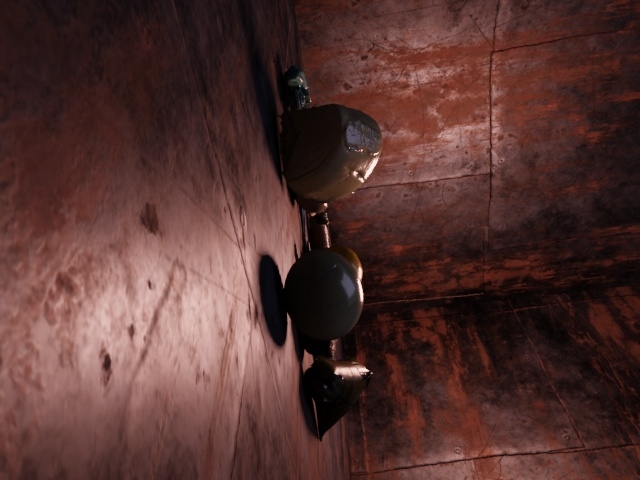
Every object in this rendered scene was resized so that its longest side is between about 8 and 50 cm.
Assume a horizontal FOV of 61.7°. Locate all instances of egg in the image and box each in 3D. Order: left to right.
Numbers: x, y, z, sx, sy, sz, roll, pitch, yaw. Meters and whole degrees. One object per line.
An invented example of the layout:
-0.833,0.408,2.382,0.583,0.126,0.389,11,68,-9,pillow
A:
0.007,0.128,1.255,0.187,0.186,0.253,-93,172,-52,egg

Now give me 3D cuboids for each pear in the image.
0.059,0.129,1.994,0.209,0.208,0.209,-7,90,-87,pear

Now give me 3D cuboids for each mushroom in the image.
0.010,-0.193,1.774,0.207,0.215,0.208,2,90,-83,mushroom

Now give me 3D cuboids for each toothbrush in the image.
-0.062,-0.081,1.904,0.030,0.030,0.298,174,-93,-67,toothbrush

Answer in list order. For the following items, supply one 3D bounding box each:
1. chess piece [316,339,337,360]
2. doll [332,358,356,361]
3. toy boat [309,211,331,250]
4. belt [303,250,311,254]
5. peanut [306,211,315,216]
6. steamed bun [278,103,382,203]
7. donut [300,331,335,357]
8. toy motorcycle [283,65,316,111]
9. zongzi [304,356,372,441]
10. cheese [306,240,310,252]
0.013,0.397,1.877,0.090,0.090,0.201,-89,-177,-67,chess piece
0.091,0.549,2.179,0.215,0.161,0.257,57,-3,20,doll
0.000,0.000,2.256,0.115,0.089,0.311,45,39,-80,toy boat
-0.025,0.121,1.862,0.065,0.100,0.179,-86,154,-68,belt
-0.039,-0.169,2.092,0.076,0.076,0.152,62,26,-81,peanut
0.032,-0.247,1.575,0.290,0.273,0.273,-6,94,-46,steamed bun
-0.011,0.230,1.558,0.216,0.095,0.230,83,2,-46,donut
-0.077,-0.514,1.871,0.296,0.109,0.199,-88,168,-78,toy motorcycle
0.003,0.475,1.554,0.289,0.123,0.260,-58,148,8,zongzi
-0.028,0.122,1.735,0.157,0.064,0.250,-94,179,-55,cheese
